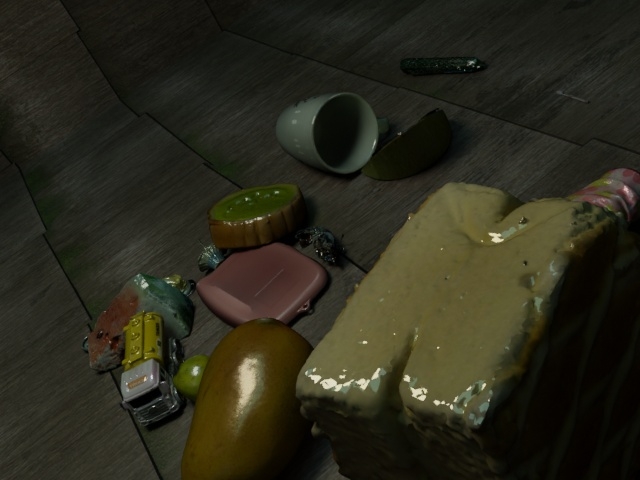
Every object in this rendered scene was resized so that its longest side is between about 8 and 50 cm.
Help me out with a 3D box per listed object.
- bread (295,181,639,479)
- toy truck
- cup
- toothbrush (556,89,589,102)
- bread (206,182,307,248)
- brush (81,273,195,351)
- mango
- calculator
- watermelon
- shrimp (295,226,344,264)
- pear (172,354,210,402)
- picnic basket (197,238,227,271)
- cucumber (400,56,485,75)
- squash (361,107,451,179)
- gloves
[{"bbox_3d":[0.218,0.171,0.869,0.279,0.371,0.390,5,43,47],"label":"bread"},{"bbox_3d":[-0.335,0.243,1.420,0.098,0.114,0.227,-27,34,5],"label":"toy truck"},{"bbox_3d":[0.034,-0.271,1.786,0.258,0.187,0.234,-11,15,-28],"label":"cup"},{"bbox_3d":[0.544,-0.310,1.569,0.008,0.006,0.097,-32,34,-9],"label":"toothbrush"},{"bbox_3d":[-0.146,-0.059,1.657,0.236,0.070,0.236,-12,25,5],"label":"bread"},{"bbox_3d":[-0.424,0.156,1.650,0.296,0.060,0.068,-31,36,-2],"label":"brush"},{"bbox_3d":[-0.112,0.270,1.172,0.211,0.173,0.317,-5,48,34],"label":"mango"},{"bbox_3d":[-0.125,0.088,1.524,0.220,0.048,0.329,-43,37,-22],"label":"calculator"},{"bbox_3d":[-0.404,0.186,1.551,0.241,0.154,0.094,-38,32,12],"label":"watermelon"},{"bbox_3d":[0.003,-0.003,1.518,0.076,0.082,0.174,-41,28,-8],"label":"shrimp"},{"bbox_3d":[-0.225,0.255,1.346,0.096,0.092,0.092,-11,34,-4],"label":"pear"},{"bbox_3d":[-0.251,0.038,1.677,0.083,0.065,0.083,-45,57,-13],"label":"picnic basket"},{"bbox_3d":[0.314,-0.456,1.901,0.256,0.043,0.044,11,56,44],"label":"cucumber"},{"bbox_3d":[0.197,-0.237,1.611,0.237,0.155,0.204,-37,36,-6],"label":"squash"},{"bbox_3d":[0.428,-0.016,1.180,0.241,0.126,0.145,-38,39,-25],"label":"gloves"}]
